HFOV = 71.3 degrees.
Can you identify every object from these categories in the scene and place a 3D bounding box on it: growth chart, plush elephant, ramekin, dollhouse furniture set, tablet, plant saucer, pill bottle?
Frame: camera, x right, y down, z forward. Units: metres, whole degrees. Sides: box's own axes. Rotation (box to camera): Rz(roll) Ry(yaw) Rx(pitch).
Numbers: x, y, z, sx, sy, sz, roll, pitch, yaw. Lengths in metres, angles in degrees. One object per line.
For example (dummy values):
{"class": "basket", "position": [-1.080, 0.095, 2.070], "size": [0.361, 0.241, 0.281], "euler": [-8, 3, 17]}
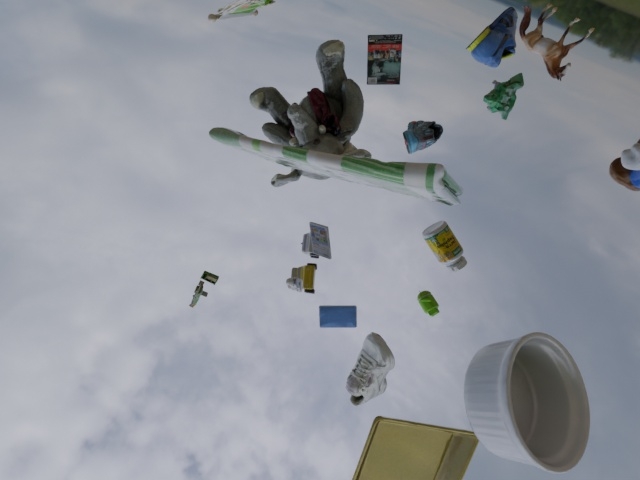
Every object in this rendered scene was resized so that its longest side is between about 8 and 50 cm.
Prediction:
{"class": "growth chart", "position": [-0.102, -0.463, 0.851], "size": [0.237, 0.021, 0.172], "euler": [3, -151, 43]}
{"class": "plush elephant", "position": [-0.015, -0.254, 1.062], "size": [0.272, 0.329, 0.255], "euler": [-20, -154, 17]}
{"class": "ramekin", "position": [0.445, 0.348, 0.978], "size": [0.278, 0.135, 0.276], "euler": [11, -112, -29]}
{"class": "dollhouse furniture set", "position": [-0.409, 0.177, 1.581], "size": [0.059, 0.076, 0.151], "euler": [27, -150, -17]}
{"class": "tablet", "position": [0.038, 0.168, 0.982], "size": [0.084, 0.054, 0.006], "euler": [-1, -164, 4]}
{"class": "plant saucer", "position": [0.249, 0.653, 1.297], "size": [0.333, 0.332, 0.081], "euler": [15, -167, -13]}
{"class": "pill bottle", "position": [0.535, 0.029, 1.908], "size": [0.208, 0.118, 0.117], "euler": [56, -143, -8]}

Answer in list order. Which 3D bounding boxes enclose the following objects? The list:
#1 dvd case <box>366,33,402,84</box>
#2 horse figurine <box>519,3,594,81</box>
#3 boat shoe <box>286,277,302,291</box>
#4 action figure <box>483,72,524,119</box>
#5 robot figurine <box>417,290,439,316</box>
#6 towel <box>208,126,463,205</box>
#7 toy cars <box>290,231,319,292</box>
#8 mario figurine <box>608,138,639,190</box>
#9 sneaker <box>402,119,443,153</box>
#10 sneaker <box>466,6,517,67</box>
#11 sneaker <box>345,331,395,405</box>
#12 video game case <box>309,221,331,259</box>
{"class": "dvd case", "position": [0.162, -0.459, 1.134], "size": [0.087, 0.119, 0.013], "euler": [5, -158, 15]}
{"class": "horse figurine", "position": [0.756, -0.670, 1.479], "size": [0.066, 0.174, 0.263], "euler": [-11, -128, -47]}
{"class": "boat shoe", "position": [-0.071, 0.118, 1.202], "size": [0.035, 0.100, 0.035], "euler": [3, -102, 10]}
{"class": "action figure", "position": [0.500, -0.399, 1.240], "size": [0.064, 0.137, 0.232], "euler": [19, -154, 29]}
{"class": "robot figurine", "position": [0.450, 0.260, 1.869], "size": [0.101, 0.067, 0.115], "euler": [24, -146, -57]}
{"class": "towel", "position": [0.039, -0.112, 0.668], "size": [0.325, 0.038, 0.248], "euler": [17, -173, 22]}
{"class": "toy cars", "position": [-0.052, 0.071, 1.636], "size": [0.087, 0.176, 0.393], "euler": [6, -146, 1]}
{"class": "mario figurine", "position": [0.646, -0.213, 0.771], "size": [0.170, 0.320, 0.197], "euler": [17, -105, 0]}
{"class": "sneaker", "position": [0.376, -0.372, 1.585], "size": [0.125, 0.104, 0.262], "euler": [-10, -158, 23]}
{"class": "sneaker", "position": [0.383, -0.427, 0.951], "size": [0.082, 0.069, 0.209], "euler": [43, -125, -2]}
{"class": "sneaker", "position": [0.162, 0.444, 1.497], "size": [0.152, 0.304, 0.114], "euler": [-23, -141, -33]}
{"class": "video game case", "position": [0.000, 0.000, 1.552], "size": [0.011, 0.121, 0.087], "euler": [-27, -149, -37]}
